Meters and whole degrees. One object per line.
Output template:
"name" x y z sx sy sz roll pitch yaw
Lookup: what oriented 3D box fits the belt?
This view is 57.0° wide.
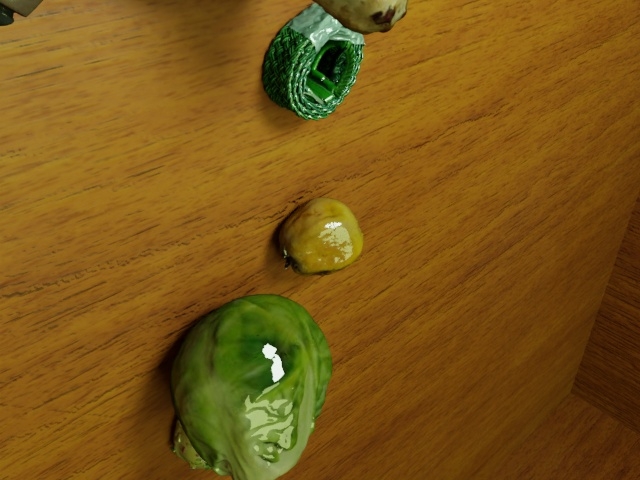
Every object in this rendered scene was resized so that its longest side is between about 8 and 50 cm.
"belt" 0.000 -0.234 0.782 0.121 0.079 0.151 28 92 -52

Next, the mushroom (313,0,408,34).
"mushroom" -0.030 -0.344 0.547 0.267 0.255 0.267 -38 139 -43

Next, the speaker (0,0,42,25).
"speaker" -0.282 -0.279 0.375 0.231 0.153 0.192 24 92 -52

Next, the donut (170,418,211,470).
"donut" -0.163 0.307 0.985 0.175 0.068 0.174 -28 134 -33

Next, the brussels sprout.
"brussels sprout" -0.099 0.217 0.854 0.219 0.210 0.271 -1 78 -53

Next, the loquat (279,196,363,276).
"loquat" 0.000 0.000 0.922 0.137 0.113 0.137 -20 144 -15
